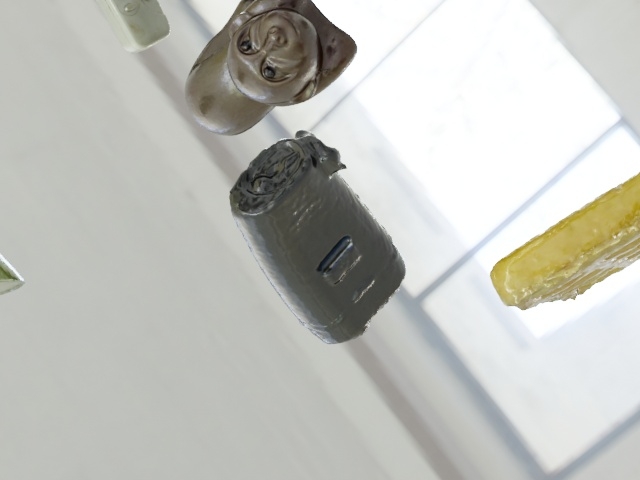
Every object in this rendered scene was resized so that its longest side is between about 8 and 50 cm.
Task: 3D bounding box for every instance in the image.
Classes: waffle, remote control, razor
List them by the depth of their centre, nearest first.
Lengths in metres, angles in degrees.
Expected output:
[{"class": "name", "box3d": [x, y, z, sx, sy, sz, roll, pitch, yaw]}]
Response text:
[{"class": "waffle", "box3d": [0.285, -0.011, 1.575, 0.055, 0.221, 0.248, 62, -162, 10]}, {"class": "remote control", "box3d": [-0.284, -0.363, 2.252, 0.090, 0.049, 0.230, -36, -77, -46]}, {"class": "razor", "box3d": [-0.003, -0.002, 2.385, 0.107, 0.189, 0.327, 29, 161, 44]}]

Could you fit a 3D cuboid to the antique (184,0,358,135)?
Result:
[{"class": "antique", "box3d": [-0.066, -0.189, 1.804, 0.121, 0.143, 0.257, 46, 160, -14]}]

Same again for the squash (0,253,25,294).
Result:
[{"class": "squash", "box3d": [-0.433, 0.063, 1.851, 0.260, 0.189, 0.189, 60, -173, -49]}]
